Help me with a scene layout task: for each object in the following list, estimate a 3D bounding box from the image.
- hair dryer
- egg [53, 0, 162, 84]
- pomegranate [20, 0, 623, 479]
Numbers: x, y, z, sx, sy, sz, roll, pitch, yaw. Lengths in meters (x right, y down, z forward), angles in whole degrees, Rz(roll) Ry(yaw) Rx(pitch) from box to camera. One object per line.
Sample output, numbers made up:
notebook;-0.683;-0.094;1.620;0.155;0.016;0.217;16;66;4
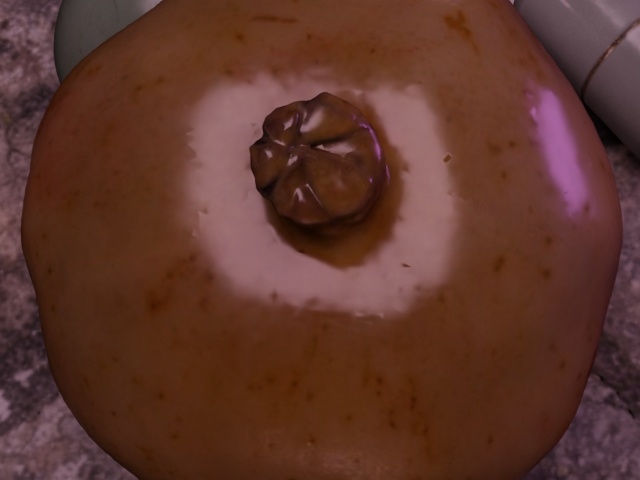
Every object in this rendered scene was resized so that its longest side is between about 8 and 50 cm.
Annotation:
hair dryer;0.341;-0.214;1.224;0.357;0.107;0.173;-31;68;-18
egg;-0.108;-0.182;1.193;0.231;0.168;0.168;-41;70;-8
pomegranate;0.000;0.000;0.984;0.411;0.411;0.411;-2;67;4
